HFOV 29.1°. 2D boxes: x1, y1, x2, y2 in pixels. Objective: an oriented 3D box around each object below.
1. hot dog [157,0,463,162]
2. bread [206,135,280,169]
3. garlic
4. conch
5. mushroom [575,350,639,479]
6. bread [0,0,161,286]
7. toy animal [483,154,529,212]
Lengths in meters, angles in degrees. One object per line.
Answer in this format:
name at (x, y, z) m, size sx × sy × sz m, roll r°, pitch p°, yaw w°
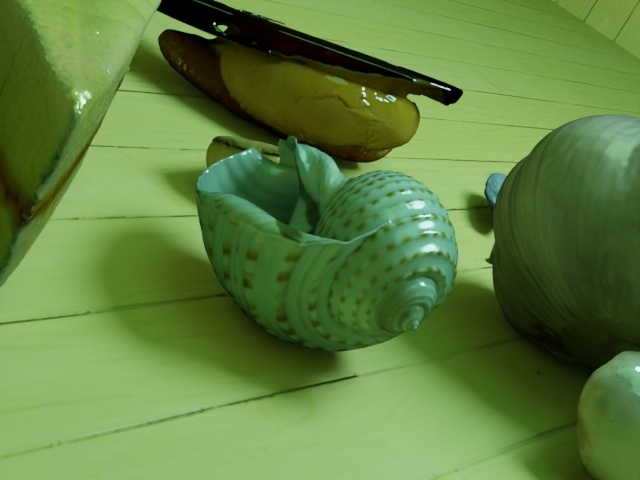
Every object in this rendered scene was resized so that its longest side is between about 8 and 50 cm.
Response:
hot dog at (-0.025, -0.157, 1.260) m, size 0.326 × 0.107 × 0.194 m, roll 21°, pitch 12°, yaw 3°
bread at (-0.049, -0.055, 1.056) m, size 0.082 × 0.056 × 0.115 m, roll 17°, pitch 5°, yaw 17°
garlic at (0.294, 0.022, 1.053) m, size 0.322 × 0.322 × 0.241 m, roll 38°, pitch 51°, yaw 20°
conch at (0.002, 0.011, 0.883) m, size 0.172 × 0.131 × 0.200 m, roll -16°, pitch 26°, yaw -25°
mushroom at (0.329, 0.149, 0.763) m, size 0.315 × 0.315 × 0.356 m, roll 7°, pitch 41°, yaw -45°
bread at (-0.166, -0.077, 0.820) m, size 0.163 × 0.168 × 0.264 m, roll 12°, pitch 31°, yaw -40°
toy animal at (0.281, -0.026, 1.393) m, size 0.239 × 0.176 × 0.256 m, roll 19°, pitch 58°, yaw -17°
